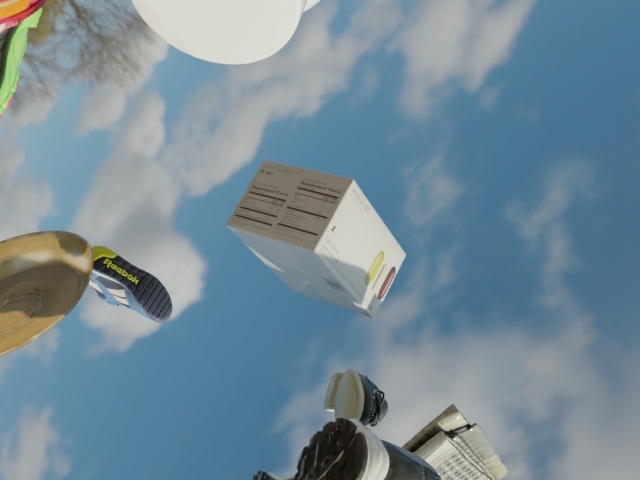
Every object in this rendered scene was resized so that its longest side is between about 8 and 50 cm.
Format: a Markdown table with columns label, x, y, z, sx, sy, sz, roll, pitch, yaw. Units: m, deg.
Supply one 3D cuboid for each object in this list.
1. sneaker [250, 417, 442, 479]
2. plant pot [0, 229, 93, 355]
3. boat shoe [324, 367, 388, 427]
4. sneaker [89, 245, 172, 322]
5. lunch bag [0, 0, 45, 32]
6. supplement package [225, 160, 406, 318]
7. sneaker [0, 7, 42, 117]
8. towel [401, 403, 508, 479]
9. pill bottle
| label | x | y | z | sx | sy | sz | roll | pitch | yaw |
| --- | --- | --- | --- | --- | --- | --- | --- | --- | --- |
| sneaker | 0.001 | 0.246 | 0.655 | 0.271 | 0.108 | 0.100 | -45 | -151 | 46 |
| plant pot | -0.369 | 0.078 | 0.885 | 0.236 | 0.236 | 0.032 | -43 | -109 | 14 |
| boat shoe | 0.089 | 0.355 | 1.636 | 0.340 | 0.113 | 0.127 | 132 | -26 | -75 |
| sneaker | -0.270 | 0.067 | 1.044 | 0.059 | 0.144 | 0.053 | -47 | -173 | 43 |
| lunch bag | -0.441 | -0.290 | 0.719 | 0.293 | 0.258 | 0.120 | -34 | -154 | -21 |
| supplement package | 0.000 | 0.000 | 1.355 | 0.204 | 0.262 | 0.145 | 16 | -111 | 35 |
| sneaker | -0.629 | -0.428 | 1.346 | 0.185 | 0.202 | 0.483 | -11 | -114 | 30 |
| towel | 0.184 | 0.463 | 1.346 | 0.324 | 0.312 | 0.056 | -41 | -137 | -2 |
| pill bottle | -0.064 | -0.390 | 0.815 | 0.229 | 0.229 | 0.408 | -22 | -138 | 39 |
